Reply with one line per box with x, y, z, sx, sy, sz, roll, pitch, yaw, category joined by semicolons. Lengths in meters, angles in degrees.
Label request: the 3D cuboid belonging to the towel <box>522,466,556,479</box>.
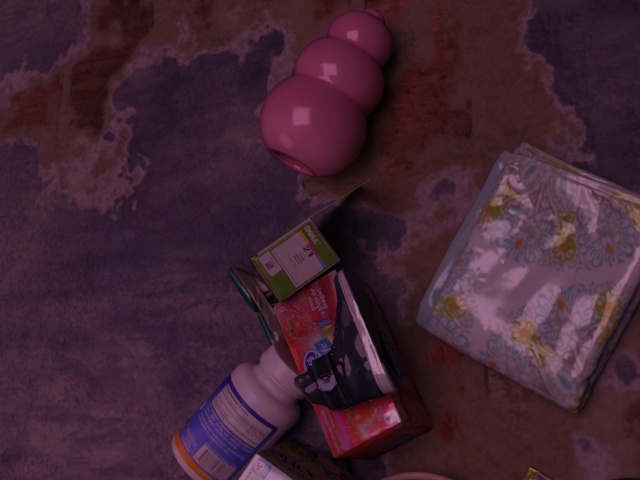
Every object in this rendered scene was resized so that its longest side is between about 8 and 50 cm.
0.364;0.414;1.693;0.083;0.009;0.060;30;93;31;towel

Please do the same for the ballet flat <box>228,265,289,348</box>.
-0.103;0.124;2.000;0.068;0.072;0.213;-28;63;-11;ballet flat

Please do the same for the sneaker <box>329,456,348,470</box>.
-0.014;0.476;1.859;0.082;0.069;0.209;44;92;-1;sneaker

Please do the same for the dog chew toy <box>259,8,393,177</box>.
0.027;-0.288;1.960;0.207;0.206;0.331;25;81;31;dog chew toy

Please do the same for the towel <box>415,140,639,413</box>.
0.373;0.051;1.738;0.321;0.090;0.374;28;92;32;towel

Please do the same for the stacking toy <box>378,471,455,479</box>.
0.069;0.517;1.552;0.351;0.480;0.350;-8;73;27;stacking toy

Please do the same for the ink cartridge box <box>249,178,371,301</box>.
0.000;0.000;1.893;0.255;0.189;0.097;-34;91;-5;ink cartridge box

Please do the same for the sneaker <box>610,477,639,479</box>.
0.513;0.393;1.598;0.152;0.054;0.061;-16;79;31;sneaker

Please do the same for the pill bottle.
-0.134;0.321;1.906;0.272;0.152;0.152;-48;60;9;pill bottle

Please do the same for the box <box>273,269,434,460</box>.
0.058;0.222;1.829;0.142;0.154;0.300;-32;65;18;box

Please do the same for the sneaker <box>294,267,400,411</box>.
0.020;0.172;1.722;0.163;0.086;0.226;-25;68;18;sneaker

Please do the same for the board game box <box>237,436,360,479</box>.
-0.052;0.427;1.689;0.142;0.275;0.144;34;92;12;board game box
